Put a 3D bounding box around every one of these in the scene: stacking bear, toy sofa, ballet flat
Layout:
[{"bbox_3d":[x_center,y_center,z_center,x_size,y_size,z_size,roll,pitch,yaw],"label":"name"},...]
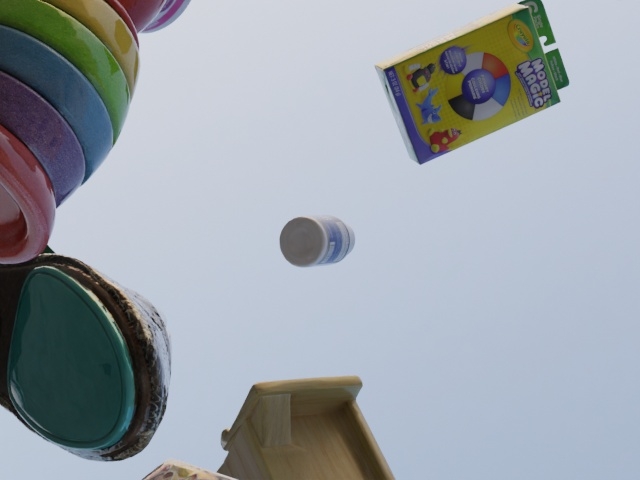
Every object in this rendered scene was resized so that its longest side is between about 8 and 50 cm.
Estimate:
[{"bbox_3d":[-0.209,-0.140,1.170,0.175,0.164,0.289,-46,-166,56],"label":"stacking bear"},{"bbox_3d":[0.020,0.339,1.753,0.362,0.150,0.177,61,-40,37],"label":"toy sofa"},{"bbox_3d":[-0.252,0.089,1.448,0.483,0.182,0.164,11,-87,44],"label":"ballet flat"}]

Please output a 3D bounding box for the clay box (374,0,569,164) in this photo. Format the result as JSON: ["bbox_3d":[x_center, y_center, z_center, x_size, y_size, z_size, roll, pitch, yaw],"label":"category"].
[{"bbox_3d":[0.190,-0.194,1.874,0.222,0.127,0.053,-25,-162,-5],"label":"clay box"}]

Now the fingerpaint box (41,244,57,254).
[{"bbox_3d":[-0.595,0.166,2.296,0.445,0.163,0.371,-43,175,-19],"label":"fingerpaint box"}]

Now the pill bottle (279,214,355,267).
[{"bbox_3d":[0.000,0.000,2.039,0.067,0.120,0.067,1,-88,24],"label":"pill bottle"}]

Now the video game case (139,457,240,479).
[{"bbox_3d":[-0.155,0.269,1.333,0.206,0.026,0.227,-37,-162,-25],"label":"video game case"}]

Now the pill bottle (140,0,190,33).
[{"bbox_3d":[-0.309,-0.400,2.119,0.160,0.283,0.160,-12,-111,33],"label":"pill bottle"}]
